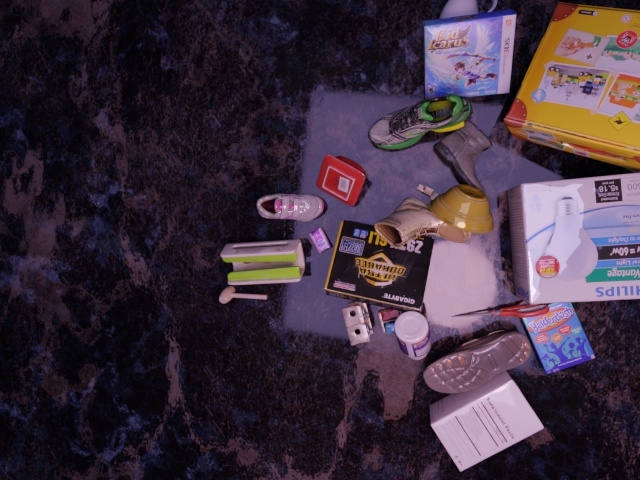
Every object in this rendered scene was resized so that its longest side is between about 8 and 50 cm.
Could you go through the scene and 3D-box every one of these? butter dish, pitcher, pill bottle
[{"bbox_3d":[0.086,-0.227,1.648,0.160,0.118,0.160,31,139,11],"label":"butter dish"},{"bbox_3d":[0.481,-0.737,1.556,0.177,0.125,0.207,15,86,-8],"label":"pitcher"},{"bbox_3d":[0.308,0.321,1.571,0.108,0.193,0.108,-9,53,12],"label":"pill bottle"}]

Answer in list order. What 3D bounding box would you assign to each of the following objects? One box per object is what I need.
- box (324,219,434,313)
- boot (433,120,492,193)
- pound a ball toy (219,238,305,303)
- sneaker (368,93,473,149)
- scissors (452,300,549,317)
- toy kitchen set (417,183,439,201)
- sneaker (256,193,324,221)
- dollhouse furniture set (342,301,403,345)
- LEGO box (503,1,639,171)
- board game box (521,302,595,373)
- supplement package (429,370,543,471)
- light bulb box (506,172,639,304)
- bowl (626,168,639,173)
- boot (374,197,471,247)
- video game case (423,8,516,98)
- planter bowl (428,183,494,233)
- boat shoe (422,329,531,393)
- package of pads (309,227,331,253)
[{"bbox_3d":[0.199,0.087,1.602,0.322,0.079,0.257,12,70,10],"label":"box"},{"bbox_3d":[0.506,-0.276,1.579,0.161,0.083,0.246,-38,86,4],"label":"boot"},{"bbox_3d":[-0.218,0.105,1.723,0.319,0.136,0.208,-4,116,11],"label":"pound a ball toy"},{"bbox_3d":[0.310,-0.403,1.562,0.343,0.146,0.134,-16,80,25],"label":"sneaker"},{"bbox_3d":[0.585,0.238,1.562,0.297,0.109,0.021,-12,105,12],"label":"scissors"},{"bbox_3d":[0.355,-0.141,1.615,0.083,0.068,0.075,32,97,9],"label":"toy kitchen set"},{"bbox_3d":[-0.115,-0.116,1.687,0.252,0.111,0.103,-3,91,11],"label":"sneaker"},{"bbox_3d":[0.186,0.262,1.629,0.183,0.129,0.129,-15,89,12],"label":"dollhouse furniture set"},{"bbox_3d":[0.853,-0.424,1.354,0.500,0.193,0.372,28,98,33],"label":"LEGO box"},{"bbox_3d":[0.768,0.307,1.557,0.160,0.047,0.210,-24,86,11],"label":"board game box"},{"bbox_3d":[0.525,0.568,1.547,0.293,0.177,0.175,-33,85,10],"label":"supplement package"},{"bbox_3d":[0.783,-0.002,1.455,0.358,0.225,0.361,-5,90,12],"label":"light bulb box"},{"bbox_3d":[1.042,-0.346,1.441,0.298,0.134,0.298,0,92,12],"label":"bowl"},{"bbox_3d":[0.327,-0.033,1.529,0.262,0.203,0.095,31,135,27],"label":"boot"},{"bbox_3d":[0.466,-0.581,1.516,0.269,0.061,0.244,-3,129,11],"label":"video game case"},{"bbox_3d":[0.460,-0.117,1.507,0.217,0.217,0.090,21,121,10],"label":"planter bowl"},{"bbox_3d":[0.507,0.396,1.572,0.355,0.130,0.132,-20,91,5],"label":"boat shoe"},{"bbox_3d":[0.000,0.000,1.709,0.050,0.032,0.083,-29,86,8],"label":"package of pads"}]
